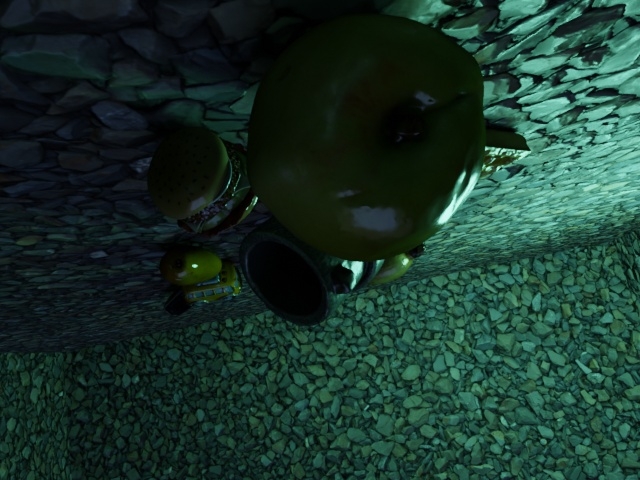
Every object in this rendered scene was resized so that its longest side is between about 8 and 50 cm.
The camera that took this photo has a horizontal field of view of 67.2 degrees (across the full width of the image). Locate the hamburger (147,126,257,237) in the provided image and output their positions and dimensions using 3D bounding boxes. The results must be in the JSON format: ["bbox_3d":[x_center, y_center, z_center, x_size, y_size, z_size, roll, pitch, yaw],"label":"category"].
[{"bbox_3d":[-0.187,-0.097,0.751,0.175,0.176,0.137,-15,160,17],"label":"hamburger"}]

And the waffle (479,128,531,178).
[{"bbox_3d":[0.299,-0.180,1.024,0.273,0.057,0.168,-2,163,-35],"label":"waffle"}]

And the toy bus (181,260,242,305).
[{"bbox_3d":[-0.378,0.139,1.657,0.209,0.126,0.136,-9,158,-8],"label":"toy bus"}]

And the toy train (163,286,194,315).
[{"bbox_3d":[-0.551,0.226,1.938,0.086,0.088,0.407,32,150,-17],"label":"toy train"}]

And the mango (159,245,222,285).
[{"bbox_3d":[-0.377,0.073,1.408,0.138,0.114,0.253,-19,172,15],"label":"mango"}]

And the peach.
[{"bbox_3d":[0.056,-0.115,0.615,0.313,0.282,0.315,-11,176,-25],"label":"peach"}]

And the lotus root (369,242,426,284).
[{"bbox_3d":[0.253,0.065,1.781,0.309,0.183,0.182,-20,164,29],"label":"lotus root"}]

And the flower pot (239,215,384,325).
[{"bbox_3d":[0.000,0.000,1.062,0.299,0.299,0.283,-26,-169,47],"label":"flower pot"}]
